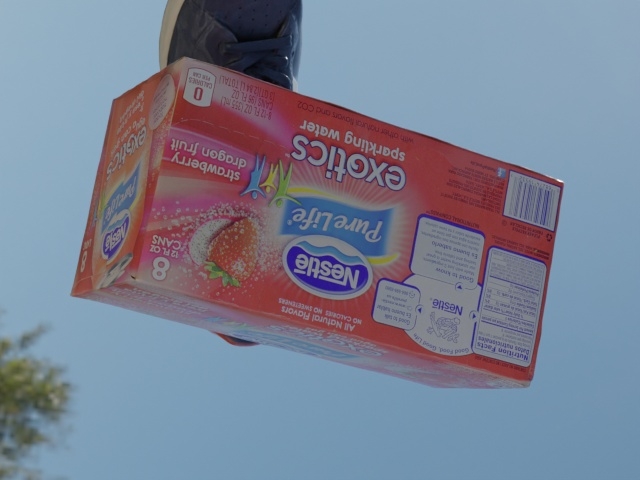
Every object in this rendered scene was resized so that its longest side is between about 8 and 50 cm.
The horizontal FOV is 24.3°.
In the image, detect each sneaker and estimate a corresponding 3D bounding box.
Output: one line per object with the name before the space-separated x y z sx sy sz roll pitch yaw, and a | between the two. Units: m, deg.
sneaker | -0.053 -0.070 1.205 0.148 0.131 0.350 46 -41 47

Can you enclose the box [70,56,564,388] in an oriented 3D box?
box | 0.000 0.000 1.027 0.142 0.300 0.154 -14 -117 63
